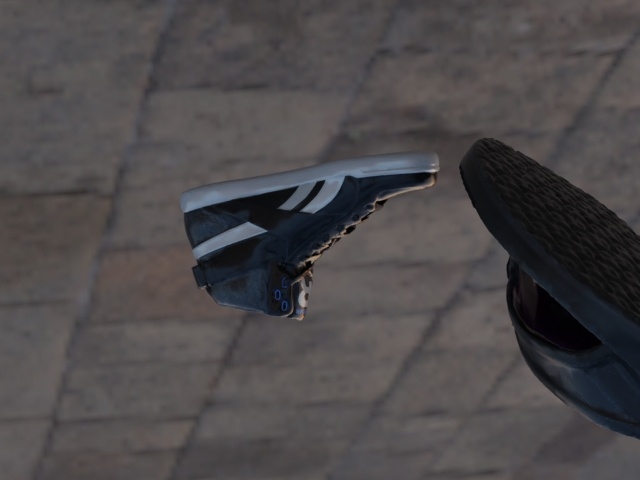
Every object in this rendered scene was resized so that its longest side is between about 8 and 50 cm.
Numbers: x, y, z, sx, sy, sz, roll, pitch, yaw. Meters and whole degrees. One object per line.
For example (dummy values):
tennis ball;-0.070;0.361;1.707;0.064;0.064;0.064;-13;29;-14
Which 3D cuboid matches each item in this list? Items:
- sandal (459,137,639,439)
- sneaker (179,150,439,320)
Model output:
sandal;0.232;0.099;1.408;0.107;0.446;0.167;-50;155;22
sneaker;0.000;0.000;1.561;0.217;0.121;0.079;-10;-179;18
